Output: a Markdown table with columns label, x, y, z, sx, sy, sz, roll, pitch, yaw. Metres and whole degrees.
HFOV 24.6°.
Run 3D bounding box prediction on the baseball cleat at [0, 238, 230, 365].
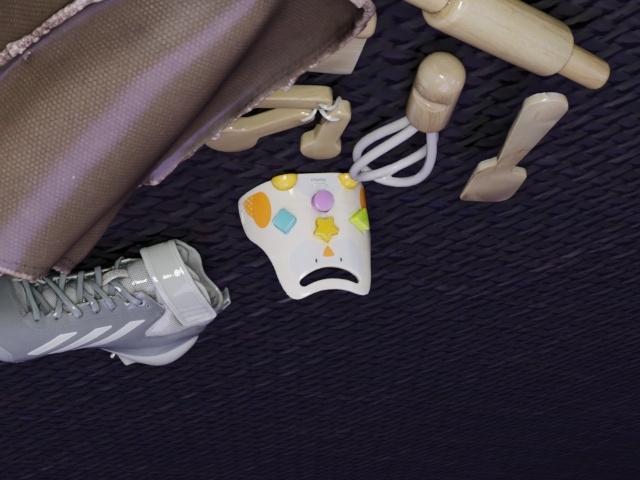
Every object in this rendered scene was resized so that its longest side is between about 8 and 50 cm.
| label | x | y | z | sx | sy | sz | roll | pitch | yaw |
| --- | --- | --- | --- | --- | --- | --- | --- | --- | --- |
| baseball cleat | -0.147 | 0.031 | 0.939 | 0.206 | 0.072 | 0.109 | 7 | 140 | -49 |

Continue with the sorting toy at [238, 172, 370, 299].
| label | x | y | z | sx | sy | sz | roll | pitch | yaw |
| --- | --- | --- | --- | --- | --- | --- | --- | --- | --- |
| sorting toy | 0.000 | 0.000 | 0.893 | 0.083 | 0.075 | 0.045 | -3 | 158 | -20 |

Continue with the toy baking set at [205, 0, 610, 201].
| label | x | y | z | sx | sy | sz | roll | pitch | yaw |
| --- | --- | --- | --- | --- | --- | --- | --- | --- | --- |
| toy baking set | 0.047 | -0.079 | 0.782 | 0.256 | 0.030 | 0.197 | 14 | 155 | -36 |

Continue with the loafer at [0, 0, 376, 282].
| label | x | y | z | sx | sy | sz | roll | pitch | yaw |
| --- | --- | --- | --- | --- | --- | --- | --- | --- | --- |
| loafer | -0.110 | -0.043 | 0.642 | 0.366 | 0.130 | 0.134 | -27 | 150 | 37 |
